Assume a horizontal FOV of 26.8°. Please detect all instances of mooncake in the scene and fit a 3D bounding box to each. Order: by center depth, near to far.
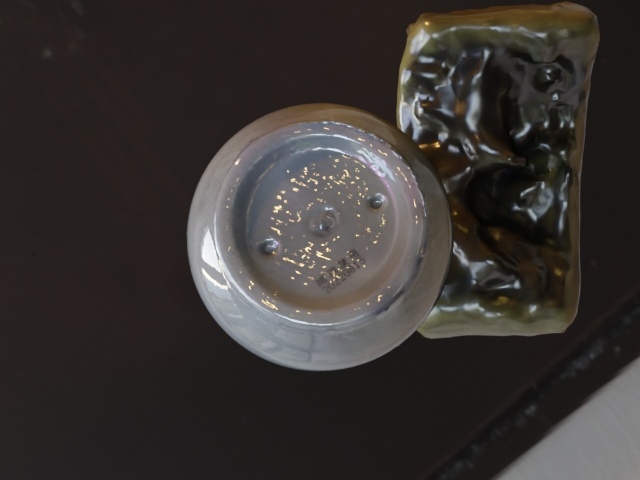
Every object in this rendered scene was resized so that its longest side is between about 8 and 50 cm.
[{"bbox_3d":[0.208,-0.079,1.633,0.246,0.393,0.394,2,54,12],"label":"mooncake"}]

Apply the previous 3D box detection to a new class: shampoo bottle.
[{"bbox_3d":[0.000,0.000,1.400,0.273,0.273,0.266,-39,-5,-3],"label":"shampoo bottle"}]
